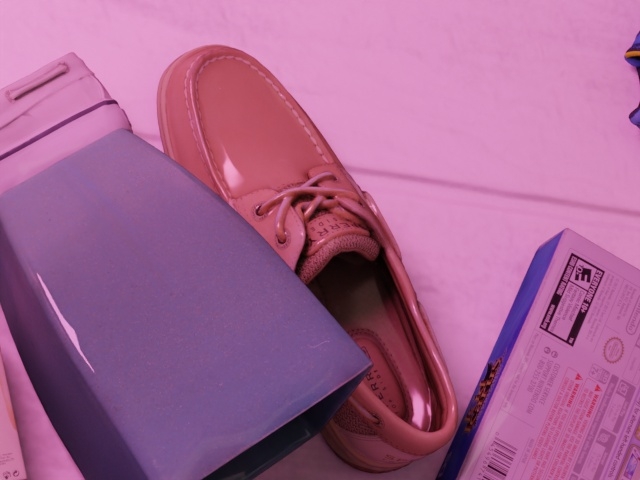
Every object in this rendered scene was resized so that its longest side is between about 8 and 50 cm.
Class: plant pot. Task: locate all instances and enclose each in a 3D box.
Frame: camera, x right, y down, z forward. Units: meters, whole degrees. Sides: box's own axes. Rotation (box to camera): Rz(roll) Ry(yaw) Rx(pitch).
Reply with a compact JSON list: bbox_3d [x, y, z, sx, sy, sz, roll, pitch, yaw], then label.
[{"bbox_3d":[-0.113,0.056,1.195,0.166,0.165,0.234,-31,78,-23],"label":"plant pot"}]

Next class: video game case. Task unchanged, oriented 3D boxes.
[{"bbox_3d":[0.226,0.166,1.327,0.244,0.061,0.269,30,68,-7],"label":"video game case"}]

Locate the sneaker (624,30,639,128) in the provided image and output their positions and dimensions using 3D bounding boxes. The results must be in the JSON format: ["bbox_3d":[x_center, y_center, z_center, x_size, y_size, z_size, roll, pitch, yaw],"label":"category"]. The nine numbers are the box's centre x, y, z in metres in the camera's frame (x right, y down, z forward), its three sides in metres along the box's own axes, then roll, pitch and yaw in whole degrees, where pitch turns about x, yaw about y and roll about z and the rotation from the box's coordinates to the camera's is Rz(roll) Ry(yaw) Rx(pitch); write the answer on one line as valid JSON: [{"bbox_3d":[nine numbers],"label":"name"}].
[{"bbox_3d":[0.297,-0.176,1.444,0.082,0.069,0.209,17,70,-9],"label":"sneaker"}]

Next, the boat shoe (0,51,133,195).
[{"bbox_3d":[-0.256,-0.051,1.211,0.267,0.096,0.088,-30,82,-24],"label":"boat shoe"}]

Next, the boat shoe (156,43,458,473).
[{"bbox_3d":[0.000,0.000,1.272,0.122,0.110,0.341,-29,86,-23],"label":"boat shoe"}]

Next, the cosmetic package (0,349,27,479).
[{"bbox_3d":[-0.231,0.112,1.192,0.041,0.060,0.115,-9,79,-22],"label":"cosmetic package"}]
